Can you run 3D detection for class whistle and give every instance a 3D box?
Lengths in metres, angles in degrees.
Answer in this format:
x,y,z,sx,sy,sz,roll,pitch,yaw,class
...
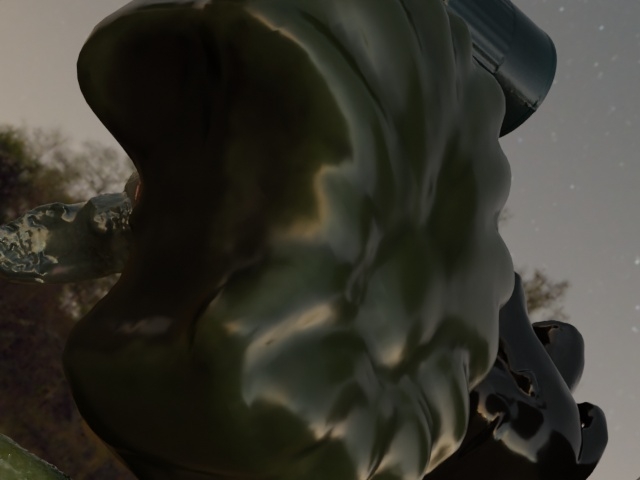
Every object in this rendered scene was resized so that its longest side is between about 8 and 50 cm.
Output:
x,y,z,sx,sy,sz,roll,pitch,yaw,class
-0.151,-0.010,0.765,0.123,0.223,0.123,171,-90,-74,whistle

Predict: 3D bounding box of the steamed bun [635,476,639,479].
x,y,z,sx,sy,sz,roll,pitch,yaw,class
0.476,0.289,0.782,0.367,0.255,0.342,10,-32,-18,steamed bun

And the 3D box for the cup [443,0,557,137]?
x,y,z,sx,sy,sz,roll,pitch,yaw,class
0.223,-0.365,1.648,0.242,0.308,0.292,-29,-41,34,cup

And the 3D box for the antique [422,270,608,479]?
x,y,z,sx,sy,sz,roll,pitch,yaw,class
0.120,0.160,0.941,0.322,0.255,0.185,4,-44,7,antique

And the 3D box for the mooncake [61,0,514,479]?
x,y,z,sx,sy,sz,roll,pitch,yaw,class
0.000,0.000,0.606,0.187,0.351,0.351,-1,-43,32,mooncake

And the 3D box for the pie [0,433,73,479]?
x,y,z,sx,sy,sz,roll,pitch,yaw,class
-0.275,0.206,0.654,0.277,0.078,0.277,6,-46,6,pie
